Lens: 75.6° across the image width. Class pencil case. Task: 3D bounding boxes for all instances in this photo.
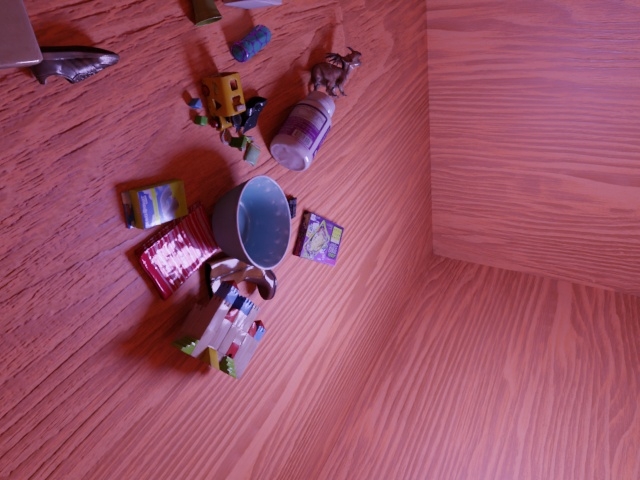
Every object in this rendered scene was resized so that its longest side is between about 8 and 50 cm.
[{"bbox_3d":[-0.225,-0.641,1.337,0.152,0.064,0.070,-58,161,-32],"label":"pencil case"}]

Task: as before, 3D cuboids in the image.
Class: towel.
[{"bbox_3d":[-0.426,0.030,1.274,0.275,0.031,0.199,-51,142,-39],"label":"towel"}]

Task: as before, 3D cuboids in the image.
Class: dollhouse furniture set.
[{"bbox_3d":[-0.243,-0.316,1.431,0.151,0.058,0.076,27,78,-59],"label":"dollhouse furniture set"}]

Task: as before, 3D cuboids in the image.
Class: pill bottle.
[{"bbox_3d":[-0.059,-0.430,1.597,0.302,0.169,0.169,-63,147,-24],"label":"pill bottle"}]

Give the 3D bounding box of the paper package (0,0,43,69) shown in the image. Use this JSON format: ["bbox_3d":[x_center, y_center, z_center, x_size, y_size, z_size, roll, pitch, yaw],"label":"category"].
[{"bbox_3d":[-0.642,-0.406,0.605,0.309,0.168,0.325,-42,134,-48],"label":"paper package"}]

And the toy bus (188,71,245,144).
[{"bbox_3d":[-0.285,-0.419,1.276,0.202,0.104,0.191,28,76,-59],"label":"toy bus"}]

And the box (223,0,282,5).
[{"bbox_3d":[-0.209,-0.863,1.204,0.121,0.147,0.311,-30,125,-51],"label":"box"}]

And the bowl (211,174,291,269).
[{"bbox_3d":[-0.245,-0.056,1.387,0.311,0.163,0.312,11,77,-62],"label":"bowl"}]

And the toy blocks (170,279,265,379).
[{"bbox_3d":[-0.312,0.293,1.390,0.261,0.190,0.381,-62,147,-21],"label":"toy blocks"}]

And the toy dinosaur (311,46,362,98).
[{"bbox_3d":[0.038,-0.700,1.722,0.295,0.127,0.201,-22,112,-42],"label":"toy dinosaur"}]

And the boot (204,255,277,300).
[{"bbox_3d":[-0.283,0.152,1.503,0.280,0.096,0.264,-33,131,-49],"label":"boot"}]

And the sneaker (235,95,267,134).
[{"bbox_3d":[-0.236,-0.430,1.412,0.170,0.051,0.089,-60,167,-52],"label":"sneaker"}]

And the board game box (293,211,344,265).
[{"bbox_3d":[0.000,0.000,1.982,0.346,0.056,0.208,22,78,-60],"label":"board game box"}]

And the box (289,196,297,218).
[{"bbox_3d":[-0.116,-0.137,1.732,0.067,0.018,0.083,-55,150,-74],"label":"box"}]

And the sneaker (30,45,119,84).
[{"bbox_3d":[-0.539,-0.386,0.911,0.188,0.066,0.071,-28,141,-47],"label":"sneaker"}]

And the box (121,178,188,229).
[{"bbox_3d":[-0.459,-0.103,1.157,0.178,0.042,0.109,-32,127,-53],"label":"box"}]

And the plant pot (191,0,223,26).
[{"bbox_3d":[-0.325,-0.656,1.156,0.083,0.083,0.079,-41,123,-46],"label":"plant pot"}]
